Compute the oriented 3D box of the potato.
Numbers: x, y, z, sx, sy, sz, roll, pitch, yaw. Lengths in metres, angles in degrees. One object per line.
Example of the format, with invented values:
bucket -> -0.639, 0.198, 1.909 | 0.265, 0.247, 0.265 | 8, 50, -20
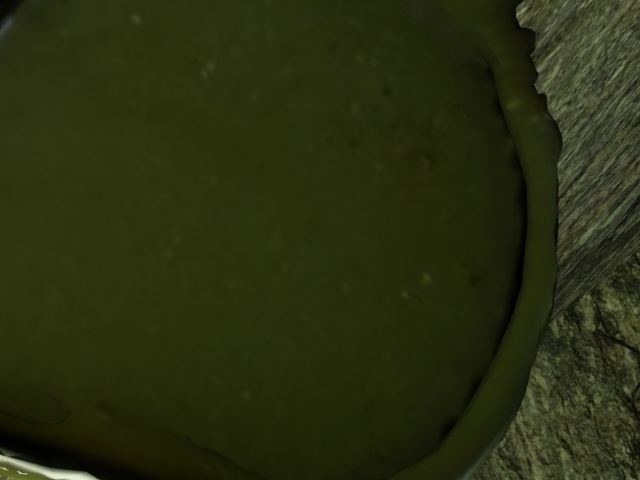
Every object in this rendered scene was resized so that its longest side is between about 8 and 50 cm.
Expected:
potato -> -0.046, 0.007, 0.676 | 0.330, 0.280, 0.213 | -55, 178, -16
